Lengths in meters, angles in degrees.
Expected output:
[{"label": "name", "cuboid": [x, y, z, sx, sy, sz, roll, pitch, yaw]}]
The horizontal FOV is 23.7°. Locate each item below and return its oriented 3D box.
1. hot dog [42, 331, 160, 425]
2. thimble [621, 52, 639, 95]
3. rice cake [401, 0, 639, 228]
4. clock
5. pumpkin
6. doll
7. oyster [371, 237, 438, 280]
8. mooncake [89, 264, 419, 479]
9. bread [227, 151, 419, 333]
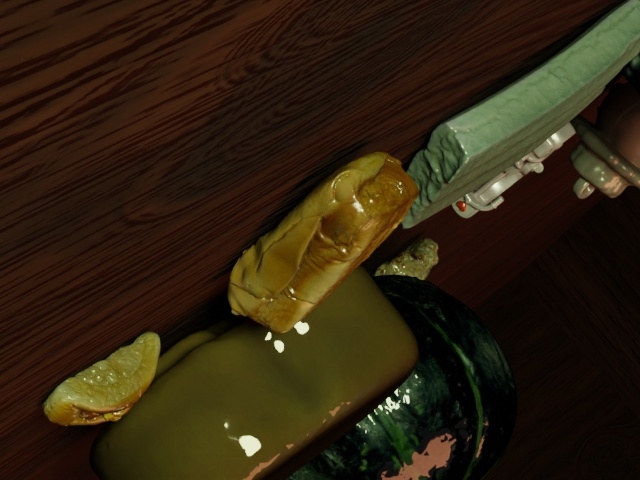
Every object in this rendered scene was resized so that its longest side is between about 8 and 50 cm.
[{"label": "hot dog", "cuboid": [-0.121, 0.086, 0.896, 0.090, 0.034, 0.030, -30, 167, -46]}, {"label": "thimble", "cuboid": [0.349, -0.174, 1.202, 0.237, 0.150, 0.237, -36, 172, -6]}, {"label": "rice cake", "cuboid": [0.151, -0.094, 1.125, 0.237, 0.043, 0.127, -34, 172, -30]}, {"label": "clock", "cuboid": [0.172, -0.065, 1.378, 0.129, 0.041, 0.087, -39, 177, 30]}, {"label": "pumpkin", "cuboid": [0.042, 0.182, 1.403, 0.315, 0.238, 0.315, -33, 160, -14]}, {"label": "doll", "cuboid": [0.359, -0.152, 1.539, 0.293, 0.119, 0.138, -48, 162, 15]}, {"label": "oyster", "cuboid": [0.073, 0.023, 1.506, 0.080, 0.038, 0.083, -17, -145, 30]}, {"label": "mooncake", "cuboid": [-0.052, 0.115, 1.070, 0.235, 0.117, 0.235, -37, 174, -5]}, {"label": "bread", "cuboid": [0.000, 0.000, 0.917, 0.132, 0.053, 0.074, -47, 174, 39]}]
